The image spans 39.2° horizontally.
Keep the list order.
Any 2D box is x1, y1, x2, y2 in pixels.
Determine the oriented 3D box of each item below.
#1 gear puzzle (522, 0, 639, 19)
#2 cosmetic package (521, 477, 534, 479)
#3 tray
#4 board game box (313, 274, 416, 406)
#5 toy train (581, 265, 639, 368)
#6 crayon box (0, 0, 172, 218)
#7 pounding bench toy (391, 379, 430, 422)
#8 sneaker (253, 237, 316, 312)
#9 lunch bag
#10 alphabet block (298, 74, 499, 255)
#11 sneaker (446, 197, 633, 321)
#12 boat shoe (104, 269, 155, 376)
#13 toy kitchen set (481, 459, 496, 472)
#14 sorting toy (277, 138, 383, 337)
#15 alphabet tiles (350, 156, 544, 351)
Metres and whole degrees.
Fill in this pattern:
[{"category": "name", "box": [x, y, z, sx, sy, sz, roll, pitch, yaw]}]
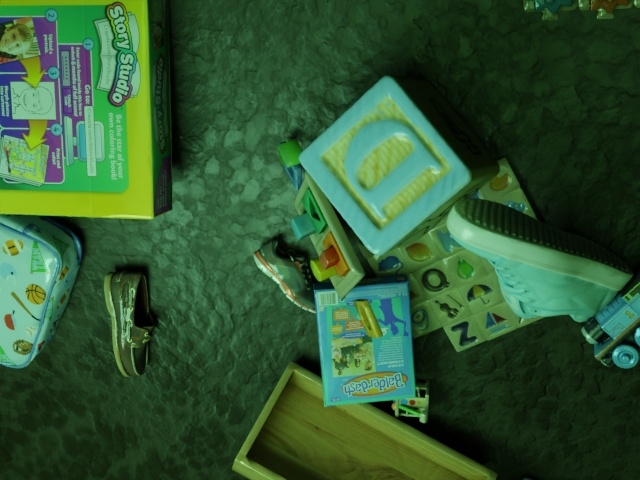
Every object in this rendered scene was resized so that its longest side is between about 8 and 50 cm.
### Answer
[{"category": "gear puzzle", "box": [0.456, -0.401, 1.266, 0.339, 0.044, 0.175, 0, 112, 9]}, {"category": "cosmetic package", "box": [0.430, 0.707, 1.575, 0.394, 0.327, 0.329, 32, 113, -5]}, {"category": "tray", "box": [0.077, 0.400, 1.554, 0.411, 0.203, 0.076, 28, 150, 4]}, {"category": "board game box", "box": [0.075, 0.170, 1.523, 0.160, 0.047, 0.210, -5, 103, -2]}, {"category": "toy train", "box": [0.508, 0.125, 1.461, 0.105, 0.080, 0.184, 42, 115, 1]}, {"category": "crayon box", "box": [-0.400, -0.223, 1.419, 0.313, 0.106, 0.362, 2, 101, 8]}, {"category": "pounding bench toy", "box": [0.157, 0.286, 1.579, 0.065, 0.083, 0.052, 3, 113, 8]}, {"category": "sneaker", "box": [-0.040, 0.059, 1.534, 0.158, 0.061, 0.065, 42, 104, -10]}, {"category": "lunch bag", "box": [-0.569, 0.063, 1.596, 0.243, 0.115, 0.303, 26, 115, 1]}, {"category": "alphabet block", "box": [0.122, -0.114, 1.332, 0.192, 0.197, 0.193, -39, 81, 21]}, {"category": "sneaker", "box": [0.318, 0.053, 1.360, 0.366, 0.135, 0.150, 19, 111, -30]}, {"category": "boat shoe", "box": [-0.334, 0.152, 1.612, 0.073, 0.073, 0.207, -1, 112, 12]}, {"category": "toy kitchen set", "box": [0.303, 0.465, 1.637, 0.075, 0.068, 0.083, -35, 103, 20]}, {"category": "sorting toy", "box": [0.000, 0.000, 1.389, 0.047, 0.196, 0.347, -24, 80, -12]}, {"category": "alphabet tiles", "box": [0.227, 0.018, 1.498, 0.285, 0.011, 0.342, -26, 106, 19]}]
